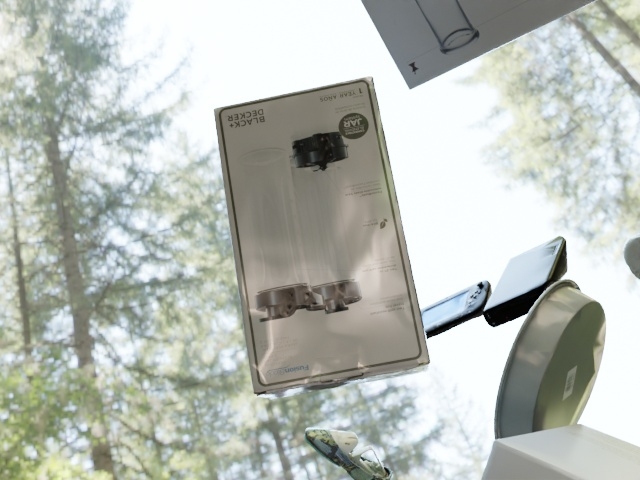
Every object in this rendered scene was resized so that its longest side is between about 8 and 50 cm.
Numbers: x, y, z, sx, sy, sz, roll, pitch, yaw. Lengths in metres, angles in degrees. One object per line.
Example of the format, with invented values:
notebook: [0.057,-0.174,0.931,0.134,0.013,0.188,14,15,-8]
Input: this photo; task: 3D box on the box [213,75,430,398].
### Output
box: [0.000,0.000,0.841,0.169,0.290,0.087,-12,-15,4]

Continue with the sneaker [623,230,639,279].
sneaker: [0.472,0.014,0.990,0.235,0.095,0.090,4,-59,8]

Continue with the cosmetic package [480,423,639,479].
cosmetic package: [0.303,0.342,1.019,0.365,0.155,0.197,11,-83,-59]

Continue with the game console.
game console: [0.290,0.113,1.563,0.361,0.213,0.044,-30,-81,34]

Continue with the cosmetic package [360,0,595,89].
cosmetic package: [0.186,-0.362,0.888,0.377,0.097,0.284,-21,-72,42]

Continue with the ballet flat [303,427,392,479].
ballet flat: [0.052,0.358,1.433,0.070,0.070,0.188,-37,-63,18]

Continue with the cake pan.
cake pan: [0.359,0.205,1.301,0.293,0.054,0.293,-27,-54,-44]
